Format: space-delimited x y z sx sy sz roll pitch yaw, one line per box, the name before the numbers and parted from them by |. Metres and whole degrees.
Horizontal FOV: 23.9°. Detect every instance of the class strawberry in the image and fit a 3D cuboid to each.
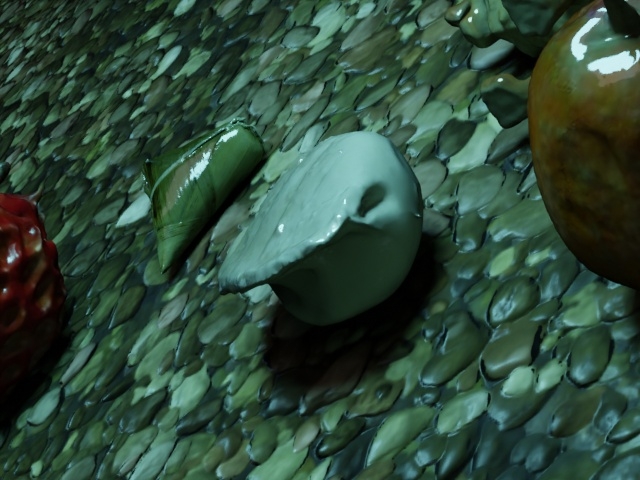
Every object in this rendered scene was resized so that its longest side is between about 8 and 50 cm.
strawberry | -0.296 0.078 1.221 0.253 0.150 0.280 -51 20 39

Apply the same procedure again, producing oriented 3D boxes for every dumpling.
dumpling | 0.000 -0.001 0.956 0.150 0.092 0.176 -34 27 16

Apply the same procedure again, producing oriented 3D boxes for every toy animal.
toy animal | 0.192 -0.167 0.928 0.312 0.097 0.157 -18 31 40

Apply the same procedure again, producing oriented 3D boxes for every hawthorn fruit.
hawthorn fruit | 0.171 -0.068 0.728 0.149 0.189 0.149 -12 19 4

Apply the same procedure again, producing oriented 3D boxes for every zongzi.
zongzi | -0.089 -0.036 1.193 0.104 0.052 0.113 -29 43 18
